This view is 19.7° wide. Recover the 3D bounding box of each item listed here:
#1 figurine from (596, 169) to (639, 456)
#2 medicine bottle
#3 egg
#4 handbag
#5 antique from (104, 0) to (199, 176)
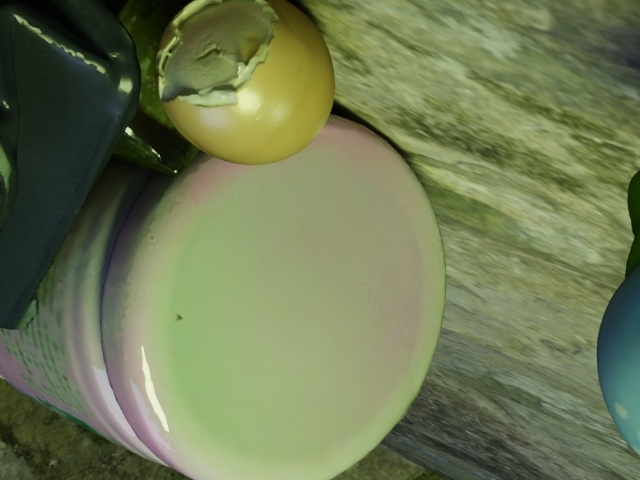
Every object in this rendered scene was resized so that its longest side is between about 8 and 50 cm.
[{"bbox_3d":[0.187,0.046,0.574,0.162,0.143,0.263,27,-172,-22],"label":"figurine"},{"bbox_3d":[-0.101,0.010,1.086,0.212,0.212,0.325,35,170,-35],"label":"medicine bottle"},{"bbox_3d":[-0.031,-0.072,0.848,0.080,0.080,0.096,23,168,31],"label":"egg"},{"bbox_3d":[-0.233,-0.081,0.865,0.269,0.118,0.325,50,147,7],"label":"handbag"},{"bbox_3d":[-0.136,-0.100,0.978,0.080,0.081,0.221,42,164,-34],"label":"antique"}]
